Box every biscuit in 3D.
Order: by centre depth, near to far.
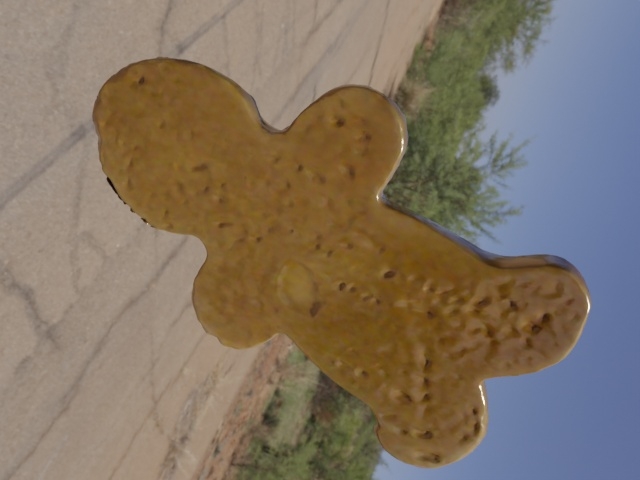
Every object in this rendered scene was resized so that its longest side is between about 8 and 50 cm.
[{"bbox_3d":[0.000,0.000,0.395,0.216,0.339,0.047,-58,178,27],"label":"biscuit"}]
